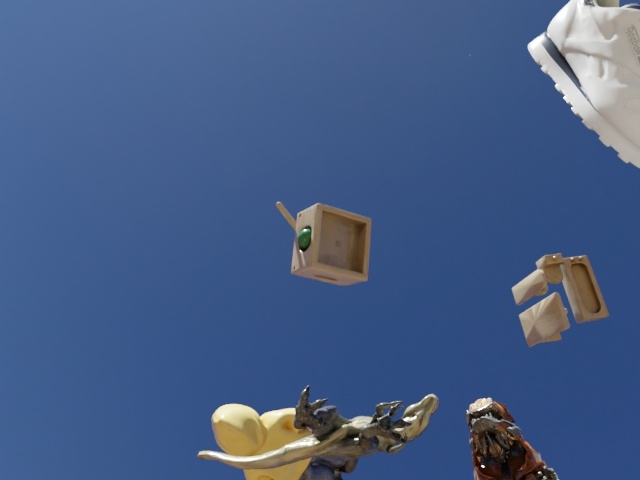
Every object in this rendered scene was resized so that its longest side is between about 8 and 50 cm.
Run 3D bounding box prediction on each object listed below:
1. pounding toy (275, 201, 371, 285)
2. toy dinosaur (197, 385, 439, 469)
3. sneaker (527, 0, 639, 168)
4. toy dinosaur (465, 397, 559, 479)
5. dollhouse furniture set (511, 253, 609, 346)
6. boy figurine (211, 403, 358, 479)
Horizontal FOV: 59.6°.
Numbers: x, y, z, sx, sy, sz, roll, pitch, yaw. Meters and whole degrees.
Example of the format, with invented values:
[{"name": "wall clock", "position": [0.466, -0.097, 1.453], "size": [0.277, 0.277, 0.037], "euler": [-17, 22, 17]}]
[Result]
[{"name": "pounding toy", "position": [0.000, 0.000, 0.956], "size": [0.141, 0.130, 0.100], "euler": [15, -19, -28]}, {"name": "toy dinosaur", "position": [0.017, 0.190, 0.555], "size": [0.268, 0.064, 0.118], "euler": [-3, -33, -17]}, {"name": "sneaker", "position": [0.270, -0.141, 0.483], "size": [0.090, 0.235, 0.095], "euler": [15, -47, -36]}, {"name": "toy dinosaur", "position": [0.268, 0.356, 0.671], "size": [0.322, 0.218, 0.164], "euler": [45, -72, 5]}, {"name": "dollhouse furniture set", "position": [0.422, 0.084, 0.934], "size": [0.151, 0.123, 0.144], "euler": [-6, -113, -10]}, {"name": "boy figurine", "position": [-0.073, 0.374, 0.982], "size": [0.285, 0.092, 0.177], "euler": [30, -99, -25]}]
